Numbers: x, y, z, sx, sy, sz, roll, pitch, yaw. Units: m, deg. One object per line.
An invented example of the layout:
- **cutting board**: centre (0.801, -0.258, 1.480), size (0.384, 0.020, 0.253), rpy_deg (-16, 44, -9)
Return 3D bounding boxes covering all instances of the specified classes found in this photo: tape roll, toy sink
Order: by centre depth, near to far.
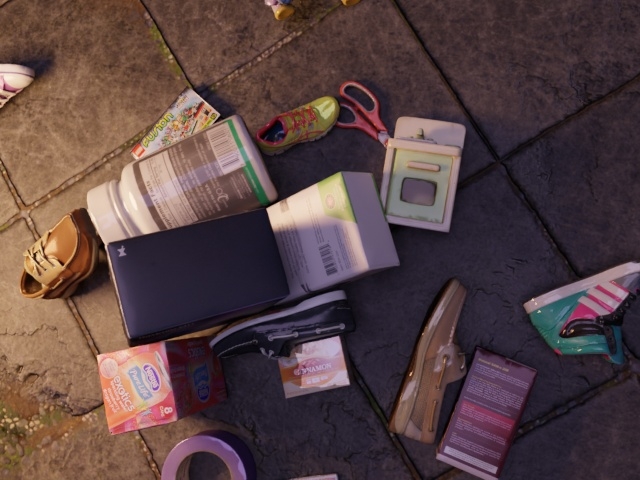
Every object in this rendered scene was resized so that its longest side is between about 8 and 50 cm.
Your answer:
- **toy sink**: centre (0.210, -0.142, 1.410), size (0.152, 0.131, 0.234), rpy_deg (10, 92, 11)
- **tape roll**: centre (-0.238, 0.507, 1.463), size (0.188, 0.080, 0.189), rpy_deg (-1, 85, 9)

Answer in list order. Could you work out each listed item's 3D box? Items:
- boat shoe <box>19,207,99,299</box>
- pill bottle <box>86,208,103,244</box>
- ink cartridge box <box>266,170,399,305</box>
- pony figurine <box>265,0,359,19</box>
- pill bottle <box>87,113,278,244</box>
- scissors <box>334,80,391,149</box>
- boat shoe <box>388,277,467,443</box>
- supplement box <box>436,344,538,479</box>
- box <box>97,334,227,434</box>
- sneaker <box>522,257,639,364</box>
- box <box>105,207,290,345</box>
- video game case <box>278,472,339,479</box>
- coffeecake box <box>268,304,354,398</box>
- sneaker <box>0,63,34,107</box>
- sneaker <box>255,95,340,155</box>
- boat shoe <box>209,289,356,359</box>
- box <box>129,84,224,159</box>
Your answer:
- **boat shoe**: centre (-0.567, 0.048, 1.462), size (0.324, 0.119, 0.123), rpy_deg (-46, 67, 46)
- **pill bottle**: centre (-0.504, -0.046, 1.565), size (0.137, 0.078, 0.078), rpy_deg (-43, 79, 3)
- **ink cartridge box**: centre (0.000, 0.000, 1.396), size (0.272, 0.114, 0.199), rpy_deg (-23, 79, 38)
- **pony figurine**: centre (-0.105, -0.666, 1.486), size (0.350, 0.303, 0.364), rpy_deg (-21, 76, -25)
- **pill bottle**: centre (-0.290, -0.105, 1.452), size (0.361, 0.204, 0.204), rpy_deg (-24, 81, 0)
- **scissors**: centre (0.145, -0.234, 1.498), size (0.297, 0.021, 0.109), rpy_deg (39, 92, 12)
- **boat shoe**: centre (0.242, 0.244, 1.391), size (0.110, 0.121, 0.341), rpy_deg (20, 98, 7)
- **supplement box**: centre (0.334, 0.347, 1.380), size (0.130, 0.073, 0.240), rpy_deg (21, 89, 11)
- **box**: centre (-0.309, 0.283, 1.385), size (0.142, 0.300, 0.154), rpy_deg (-12, 82, 9)
- **sneaker**: centre (0.569, 0.148, 1.330), size (0.295, 0.124, 0.179), rpy_deg (-24, 76, 15)
- **box**: centre (-0.246, 0.082, 1.319), size (0.296, 0.294, 0.183), rpy_deg (-14, 82, -17)
- **video game case**: centre (-0.021, 0.583, 1.448), size (0.143, 0.019, 0.157), rpy_deg (-10, 82, 9)
- **coffeecake box**: centre (-0.019, 0.227, 1.457), size (0.142, 0.068, 0.186), rpy_deg (-14, 82, 9)
- **sneaker**: centre (-0.799, -0.322, 1.641), size (0.282, 0.102, 0.161), rpy_deg (-11, 86, 20)
- **sneaker**: centre (-0.052, -0.253, 1.492), size (0.208, 0.094, 0.082), rpy_deg (-30, 79, 10)
- **boat shoe**: centre (-0.077, 0.192, 1.379), size (0.302, 0.114, 0.091), rpy_deg (-22, 74, 10)
- **box**: centre (-0.331, -0.241, 1.575), size (0.114, 0.036, 0.207), rpy_deg (41, 92, 11)
